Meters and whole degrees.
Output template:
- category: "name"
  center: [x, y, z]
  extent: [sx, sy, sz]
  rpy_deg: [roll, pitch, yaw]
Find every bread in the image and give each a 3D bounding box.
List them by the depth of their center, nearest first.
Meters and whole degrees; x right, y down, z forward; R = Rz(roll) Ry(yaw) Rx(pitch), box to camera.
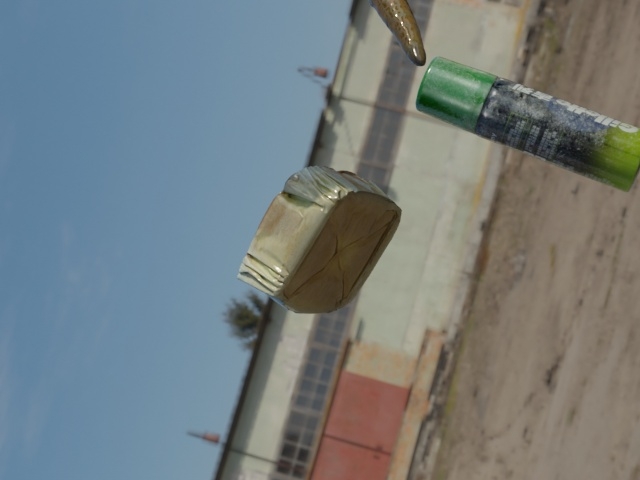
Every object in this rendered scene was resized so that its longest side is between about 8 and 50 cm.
- category: "bread"
  center: [0.000, -0.002, 1.521]
  extent: [0.192, 0.110, 0.210]
  rpy_deg: [10, -65, -50]

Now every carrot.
- category: "carrot"
  center: [0.052, -0.231, 0.936]
  extent: [0.049, 0.049, 0.254]
  rpy_deg: [99, 160, -45]

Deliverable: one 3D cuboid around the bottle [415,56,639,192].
- category: "bottle"
  center: [0.302, -0.170, 1.523]
  extent: [0.093, 0.330, 0.093]
  rpy_deg: [22, -90, -79]
